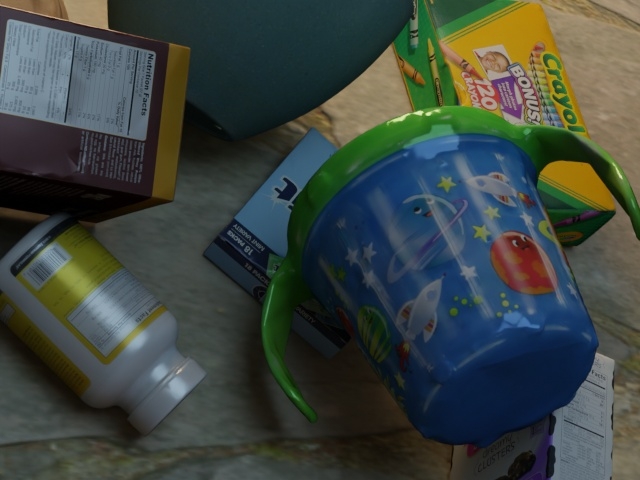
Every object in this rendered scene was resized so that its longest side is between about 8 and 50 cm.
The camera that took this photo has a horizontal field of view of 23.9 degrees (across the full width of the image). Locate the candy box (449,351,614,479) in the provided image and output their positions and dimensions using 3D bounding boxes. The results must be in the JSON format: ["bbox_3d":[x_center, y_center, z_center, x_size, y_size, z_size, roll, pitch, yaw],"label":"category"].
[{"bbox_3d":[0.184,0.208,1.348,0.070,0.165,0.196,24,50,-19],"label":"candy box"}]

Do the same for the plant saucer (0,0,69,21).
[{"bbox_3d":[-0.356,-0.216,1.381,0.278,0.041,0.278,15,55,-22],"label":"plant saucer"}]

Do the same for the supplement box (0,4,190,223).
[{"bbox_3d":[-0.237,-0.100,1.251,0.194,0.191,0.129,10,80,-27],"label":"supplement box"}]

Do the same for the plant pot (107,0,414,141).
[{"bbox_3d":[-0.085,-0.209,1.415,0.290,0.290,0.195,33,84,-9],"label":"plant pot"}]

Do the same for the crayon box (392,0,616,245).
[{"bbox_3d":[0.193,-0.131,1.631,0.165,0.081,0.278,1,60,-31],"label":"crayon box"}]

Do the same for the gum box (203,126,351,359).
[{"bbox_3d":[0.000,0.000,1.454,0.157,0.041,0.184,41,48,-3],"label":"gum box"}]

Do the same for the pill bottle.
[{"bbox_3d":[-0.184,0.072,1.253,0.184,0.103,0.103,45,48,1],"label":"pill bottle"}]

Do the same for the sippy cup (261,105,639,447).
[{"bbox_3d":[0.115,0.044,1.283,0.240,0.305,0.224,9,42,-37],"label":"sippy cup"}]
